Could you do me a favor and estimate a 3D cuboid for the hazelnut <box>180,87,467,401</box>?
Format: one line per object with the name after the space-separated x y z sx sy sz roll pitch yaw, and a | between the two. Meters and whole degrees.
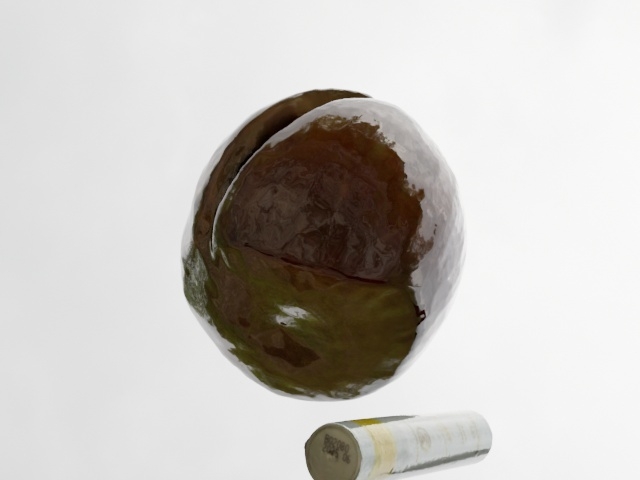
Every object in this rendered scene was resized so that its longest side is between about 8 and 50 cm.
0.000 0.000 1.272 0.359 0.359 0.409 44 -44 18 | hazelnut

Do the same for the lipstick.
0.081 0.189 0.937 0.059 0.264 0.059 -4 -97 33 | lipstick
